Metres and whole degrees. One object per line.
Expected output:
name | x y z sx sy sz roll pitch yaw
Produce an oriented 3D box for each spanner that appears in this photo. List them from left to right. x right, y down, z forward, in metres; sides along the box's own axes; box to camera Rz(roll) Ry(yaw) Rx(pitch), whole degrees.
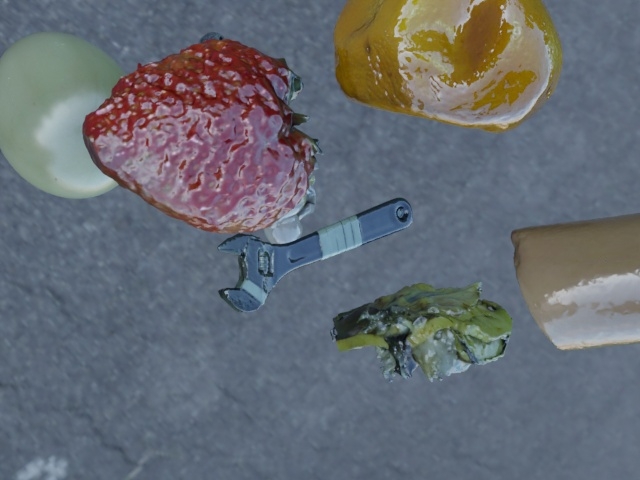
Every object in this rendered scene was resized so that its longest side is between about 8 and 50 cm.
spanner | 0.000 0.000 1.452 0.315 0.024 0.087 -23 98 -40

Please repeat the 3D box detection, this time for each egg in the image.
egg | -0.325 -0.163 1.569 0.186 0.242 0.186 -23 152 -13

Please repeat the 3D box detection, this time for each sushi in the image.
sushi | 0.153 0.128 1.757 0.139 0.291 0.131 -16 95 -41

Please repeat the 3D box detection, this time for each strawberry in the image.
strawberry | -0.077 -0.060 0.799 0.148 0.131 0.131 -27 131 -23

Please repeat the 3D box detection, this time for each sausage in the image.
sausage | 0.306 0.032 1.118 0.123 0.252 0.123 -8 90 -69

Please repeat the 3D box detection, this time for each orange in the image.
orange | 0.139 -0.218 1.328 0.249 0.249 0.183 4 101 -41

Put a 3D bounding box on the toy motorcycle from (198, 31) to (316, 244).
toy motorcycle | -0.074 -0.106 1.506 0.107 0.223 0.341 -16 156 9
